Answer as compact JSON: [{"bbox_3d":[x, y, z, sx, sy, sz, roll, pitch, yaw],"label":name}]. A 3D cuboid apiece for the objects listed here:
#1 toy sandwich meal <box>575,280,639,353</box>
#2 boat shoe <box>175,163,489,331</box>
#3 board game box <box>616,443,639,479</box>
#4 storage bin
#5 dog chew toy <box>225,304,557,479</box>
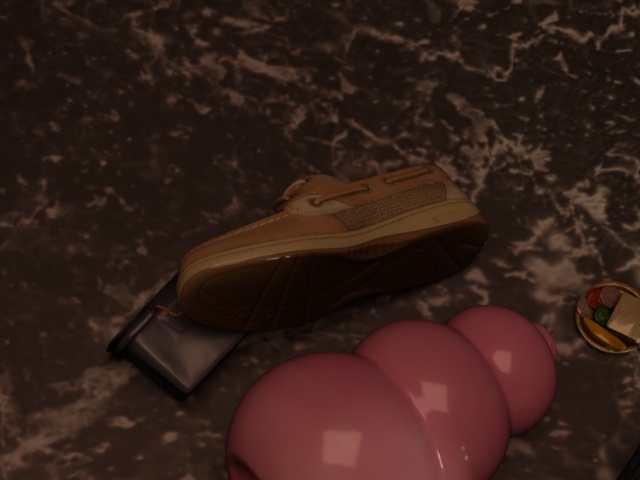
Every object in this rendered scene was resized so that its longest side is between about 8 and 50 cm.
[{"bbox_3d":[0.299,0.076,1.725,0.085,0.029,0.086,1,68,-3],"label":"toy sandwich meal"},{"bbox_3d":[0.000,0.000,1.672,0.341,0.122,0.110,-11,54,-32],"label":"boat shoe"},{"bbox_3d":[0.293,0.225,1.510,0.046,0.317,0.213,36,71,8],"label":"board game box"},{"bbox_3d":[-0.127,0.085,1.667,0.091,0.098,0.135,42,72,2],"label":"storage bin"},{"bbox_3d":[0.079,0.167,1.593,0.332,0.206,0.207,-28,72,-22],"label":"dog chew toy"}]
